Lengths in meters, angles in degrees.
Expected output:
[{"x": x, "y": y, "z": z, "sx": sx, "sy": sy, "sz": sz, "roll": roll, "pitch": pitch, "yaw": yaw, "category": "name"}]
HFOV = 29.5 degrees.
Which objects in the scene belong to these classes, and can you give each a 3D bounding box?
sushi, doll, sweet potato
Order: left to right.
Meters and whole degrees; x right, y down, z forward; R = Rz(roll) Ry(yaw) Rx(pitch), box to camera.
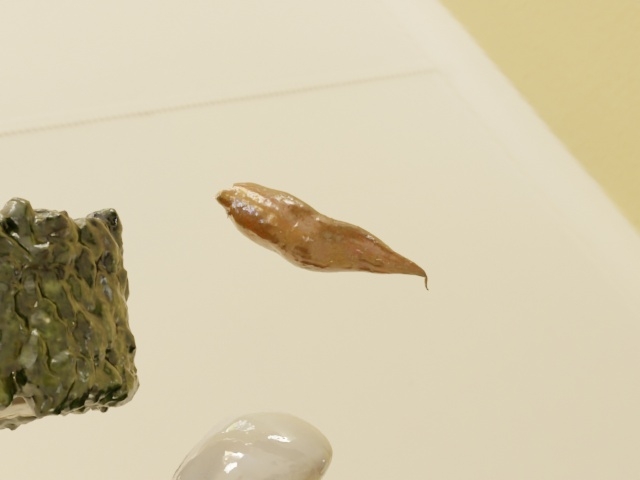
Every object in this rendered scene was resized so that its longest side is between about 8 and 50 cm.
[{"x": -0.342, "y": 0.080, "z": 0.989, "sx": 0.294, "sy": 0.352, "sz": 0.178, "roll": 21, "pitch": -123, "yaw": -74, "category": "sushi"}, {"x": -0.039, "y": 0.279, "z": 1.062, "sx": 0.221, "sy": 0.251, "sz": 0.221, "roll": 15, "pitch": -156, "yaw": -7, "category": "doll"}, {"x": 0.000, "y": 0.000, "z": 0.990, "sx": 0.195, "sy": 0.056, "sz": 0.056, "roll": 22, "pitch": -142, "yaw": 10, "category": "sweet potato"}]
